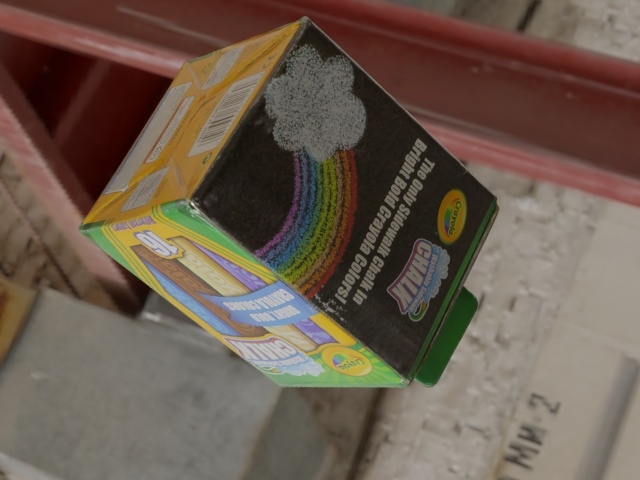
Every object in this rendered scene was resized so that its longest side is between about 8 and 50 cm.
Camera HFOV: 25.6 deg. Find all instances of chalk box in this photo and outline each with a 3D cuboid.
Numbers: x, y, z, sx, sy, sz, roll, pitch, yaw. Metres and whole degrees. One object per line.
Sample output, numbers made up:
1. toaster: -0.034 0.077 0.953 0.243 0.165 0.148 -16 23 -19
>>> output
1. chalk box: 0.000 0.000 1.090 0.289 0.179 0.180 42 -116 -25

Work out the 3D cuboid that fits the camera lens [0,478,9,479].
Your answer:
1. camera lens: -0.135 0.226 0.435 0.274 0.219 0.219 -72 -12 -58
